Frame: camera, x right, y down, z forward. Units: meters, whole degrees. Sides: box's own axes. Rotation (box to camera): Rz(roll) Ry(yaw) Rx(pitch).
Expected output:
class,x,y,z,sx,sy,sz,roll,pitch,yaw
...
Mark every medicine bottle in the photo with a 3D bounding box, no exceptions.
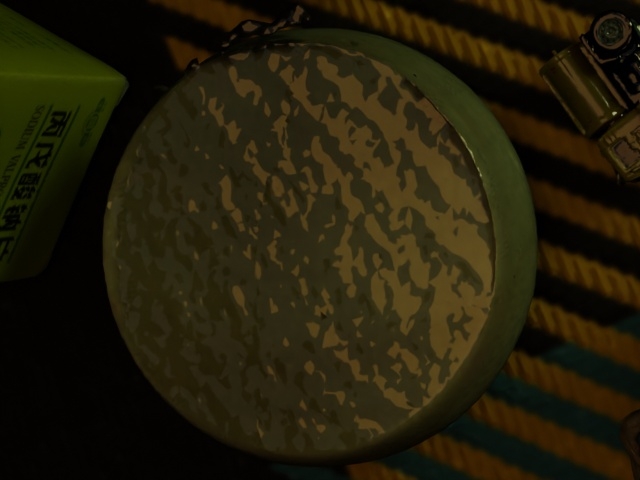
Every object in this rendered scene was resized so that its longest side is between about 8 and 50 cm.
class,x,y,z,sx,sy,sz,roll,pitch,yaw
medicine bottle,-0.228,-0.058,0.818,0.141,0.250,0.137,28,103,17

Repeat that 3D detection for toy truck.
class,x,y,z,sx,sy,sz,roll,pitch,yaw
toy truck,0.154,-0.069,0.797,0.054,0.049,0.083,-37,81,17

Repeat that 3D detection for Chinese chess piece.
class,x,y,z,sx,sy,sz,roll,pitch,yaw
Chinese chess piece,0.000,0.000,0.828,0.237,0.092,0.238,1,94,19

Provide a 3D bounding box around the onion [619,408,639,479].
class,x,y,z,sx,sy,sz,roll,pitch,yaw
onion,0.244,0.079,0.714,0.200,0.200,0.207,32,97,13
